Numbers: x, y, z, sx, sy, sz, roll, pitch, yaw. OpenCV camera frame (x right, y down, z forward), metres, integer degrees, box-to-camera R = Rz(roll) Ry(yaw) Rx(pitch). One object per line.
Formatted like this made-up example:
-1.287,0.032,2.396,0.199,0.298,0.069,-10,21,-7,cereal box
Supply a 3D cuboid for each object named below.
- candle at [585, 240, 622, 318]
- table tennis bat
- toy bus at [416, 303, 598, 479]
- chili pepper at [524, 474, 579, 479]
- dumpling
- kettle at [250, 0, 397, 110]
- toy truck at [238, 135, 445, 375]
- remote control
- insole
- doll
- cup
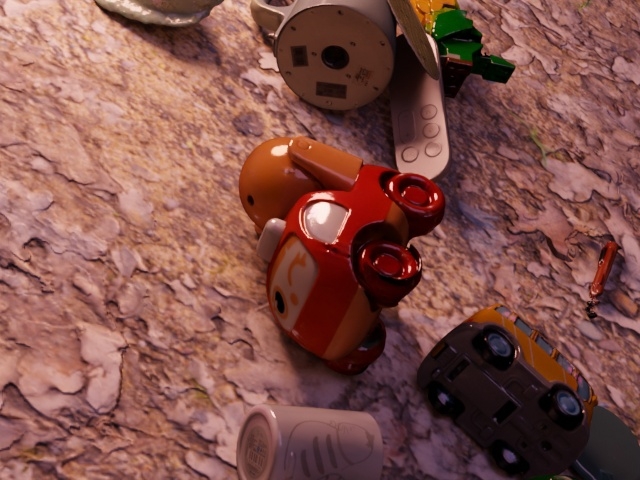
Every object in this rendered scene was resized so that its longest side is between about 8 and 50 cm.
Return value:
0.391,0.053,1.994,0.026,0.021,0.167,51,39,-16,candle
0.349,0.283,1.758,0.124,0.033,0.201,22,42,-15,table tennis bat
0.234,0.175,1.708,0.209,0.126,0.136,42,34,4,toy bus
0.254,0.343,1.549,0.261,0.174,0.165,-8,35,-38,chili pepper
-0.225,-0.368,1.872,0.149,0.105,0.216,-20,68,-43,dumpling
0.008,-0.312,1.979,0.211,0.160,0.243,6,37,5,kettle
0.000,0.000,1.660,0.239,0.189,0.265,23,44,-1,toy truck
0.134,-0.184,1.966,0.022,0.077,0.245,55,28,-59,remote control
0.102,-0.355,1.980,0.109,0.007,0.322,26,40,-56,insole
0.180,-0.297,2.083,0.134,0.106,0.186,-18,65,-26,doll
-0.008,0.240,1.500,0.133,0.099,0.136,10,49,-29,cup
